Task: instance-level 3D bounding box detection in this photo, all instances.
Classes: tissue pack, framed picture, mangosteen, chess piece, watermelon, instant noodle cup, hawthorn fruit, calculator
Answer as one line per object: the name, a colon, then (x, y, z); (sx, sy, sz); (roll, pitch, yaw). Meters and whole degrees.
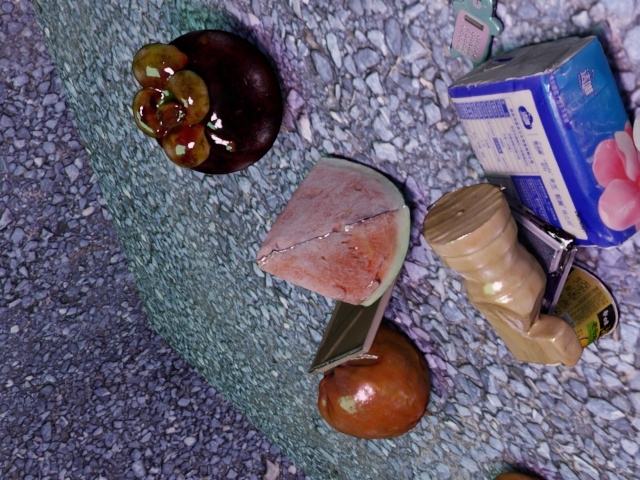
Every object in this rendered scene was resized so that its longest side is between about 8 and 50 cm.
tissue pack: (0.324, -0.133, 1.022); (0.209, 0.137, 0.270); (4, 129, 59)
framed picture: (0.078, 0.168, 1.651); (0.022, 0.247, 0.335); (28, 154, -10)
mangosteen: (-0.241, -0.282, 1.516); (0.306, 0.347, 0.307); (8, 105, 31)
chess piece: (0.266, 0.068, 1.051); (0.137, 0.137, 0.301); (6, 137, 56)
watermelon: (0.016, -0.015, 1.510); (0.250, 0.292, 0.283); (-100, 16, -64)
instant noodle cup: (0.393, 0.127, 1.217); (0.151, 0.122, 0.151); (42, 150, 32)
hawthorn fruit: (0.149, 0.348, 1.743); (0.298, 0.277, 0.277); (28, 155, -11)
calculator: (0.294, 0.049, 1.129); (0.165, 0.028, 0.274); (42, 151, 31)
calculator: (0.228, -0.316, 1.082); (0.094, 0.019, 0.141); (42, 151, 27)

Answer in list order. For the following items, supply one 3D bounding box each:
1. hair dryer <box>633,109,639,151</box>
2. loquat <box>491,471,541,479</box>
hair dryer: (0.425, -0.205, 0.849); (0.131, 0.073, 0.236); (15, 131, 53)
loquat: (0.447, 0.631, 1.638); (0.238, 0.193, 0.238); (40, 145, 36)
